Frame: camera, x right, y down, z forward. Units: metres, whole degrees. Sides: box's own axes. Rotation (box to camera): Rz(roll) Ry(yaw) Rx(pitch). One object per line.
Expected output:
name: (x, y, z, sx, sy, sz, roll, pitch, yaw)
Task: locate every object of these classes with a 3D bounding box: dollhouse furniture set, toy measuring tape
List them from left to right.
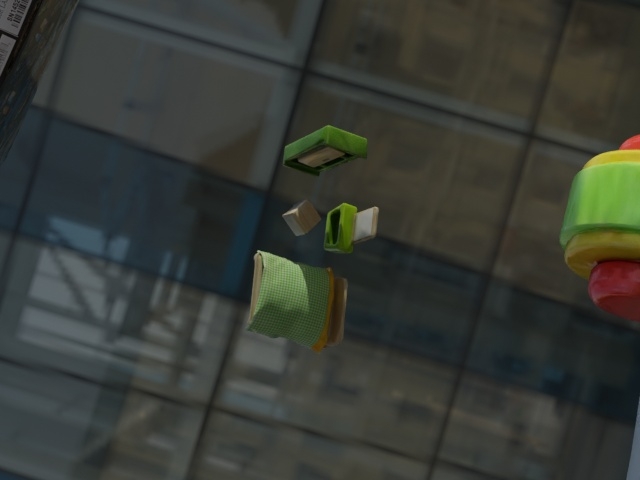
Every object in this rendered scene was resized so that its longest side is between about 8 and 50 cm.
dollhouse furniture set: (0.000, 0.000, 1.306, 0.058, 0.076, 0.151, -19, 59, 51)
toy measuring tape: (0.216, -0.023, 1.075, 0.330, 0.121, 0.121, 117, 172, -74)

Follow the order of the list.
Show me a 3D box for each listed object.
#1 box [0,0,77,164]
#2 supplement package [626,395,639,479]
box: (-0.222, -0.135, 1.238, 0.293, 0.073, 0.295, -60, 7, 23)
supplement package: (0.329, 0.221, 1.143, 0.262, 0.199, 0.198, -110, 17, -50)
